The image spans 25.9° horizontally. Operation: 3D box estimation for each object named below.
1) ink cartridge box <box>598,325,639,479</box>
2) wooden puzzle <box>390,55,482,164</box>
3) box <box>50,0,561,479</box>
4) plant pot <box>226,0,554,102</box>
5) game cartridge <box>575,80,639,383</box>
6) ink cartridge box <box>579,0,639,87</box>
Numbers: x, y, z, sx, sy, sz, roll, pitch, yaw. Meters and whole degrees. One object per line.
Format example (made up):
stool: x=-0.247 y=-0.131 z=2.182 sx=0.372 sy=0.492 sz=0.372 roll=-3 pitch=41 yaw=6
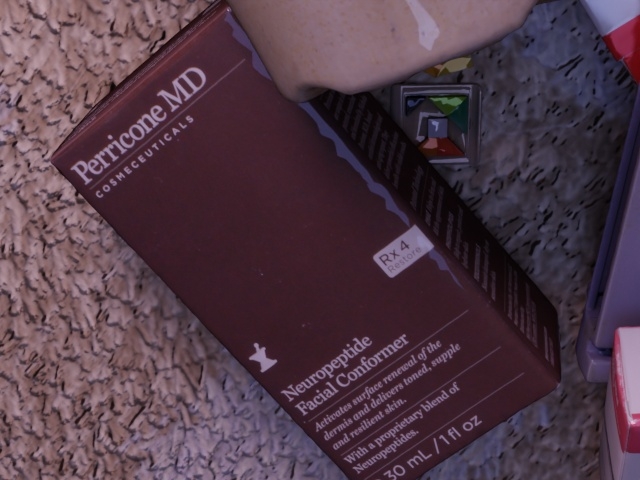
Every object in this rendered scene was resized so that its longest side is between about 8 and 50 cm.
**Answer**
ink cartridge box: x=0.307 y=0.155 z=1.100 sx=0.159 sy=0.092 sz=0.218 roll=-4 pitch=143 yaw=4
wooden puzzle: x=0.092 y=-0.093 z=1.113 sx=0.079 sy=0.014 sz=0.116 roll=-6 pitch=110 yaw=5
box: x=0.000 y=0.000 z=1.082 sx=0.191 sy=0.143 sz=0.381 roll=-38 pitch=102 yaw=21
plant pot: x=0.018 y=-0.266 z=0.876 sx=0.334 sy=0.334 sz=0.305 roll=-21 pitch=106 yaw=10
game cartridge: x=0.336 y=-0.036 z=1.048 sx=0.230 sy=0.068 sz=0.355 roll=0 pitch=127 yaw=-8
ink cartridge box: x=0.237 y=-0.228 z=1.021 sx=0.134 sy=0.078 sz=0.231 roll=-31 pitch=106 yaw=15
